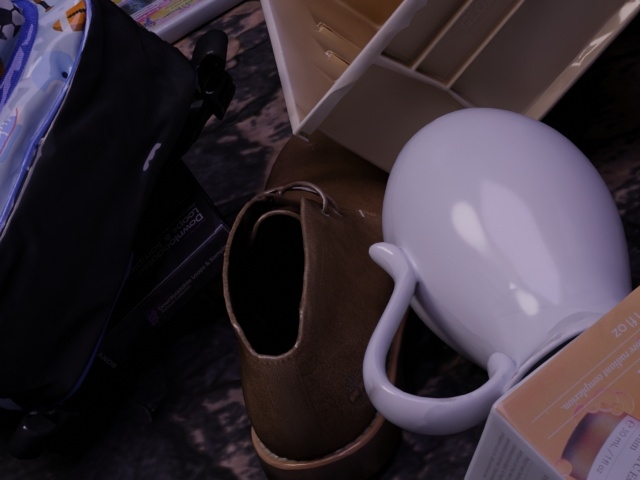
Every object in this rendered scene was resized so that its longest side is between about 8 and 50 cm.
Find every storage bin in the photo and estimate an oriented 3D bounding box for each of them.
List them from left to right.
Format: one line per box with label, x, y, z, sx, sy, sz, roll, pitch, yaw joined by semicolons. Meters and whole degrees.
storage bin;0.092;-0.195;1.234;0.260;0.123;0.262;-49;26;21

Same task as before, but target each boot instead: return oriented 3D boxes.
boot;0.000;0.000;1.142;0.112;0.115;0.305;-14;34;12

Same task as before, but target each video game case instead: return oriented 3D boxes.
video game case;-0.131;-0.192;1.523;0.157;0.019;0.143;-33;39;-20

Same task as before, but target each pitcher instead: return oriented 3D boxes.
pitcher;0.087;0.022;1.053;0.178;0.125;0.207;-4;39;-20

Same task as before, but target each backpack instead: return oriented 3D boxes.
backpack;-0.227;-0.034;1.184;0.263;0.213;0.276;-2;58;52

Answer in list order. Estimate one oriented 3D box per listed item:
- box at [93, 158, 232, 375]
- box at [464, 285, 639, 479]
box;-0.122;-0.002;1.236;0.116;0.029;0.162;-44;37;5
box;0.172;0.113;0.882;0.130;0.091;0.170;-38;70;-24
